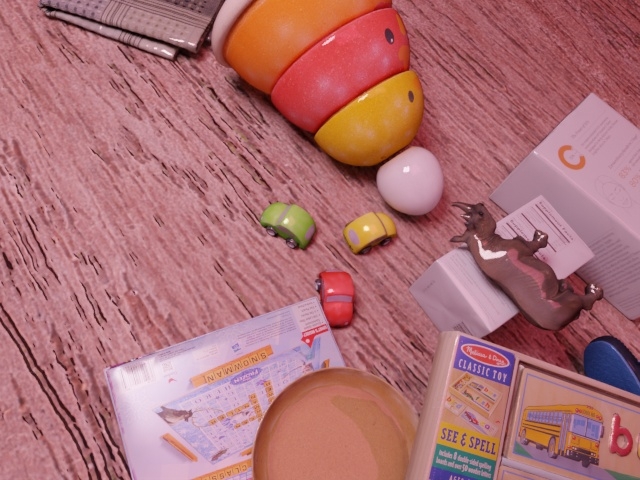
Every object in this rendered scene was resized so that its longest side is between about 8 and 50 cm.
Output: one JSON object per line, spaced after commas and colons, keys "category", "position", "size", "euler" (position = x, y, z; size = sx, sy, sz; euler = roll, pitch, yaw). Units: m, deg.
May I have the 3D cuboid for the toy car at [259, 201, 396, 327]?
{"category": "toy car", "position": [0.000, 0.000, 0.852], "size": [0.225, 0.053, 0.239], "euler": [30, 63, 4]}

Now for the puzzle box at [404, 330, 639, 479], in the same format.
{"category": "puzzle box", "position": [0.316, 0.309, 0.665], "size": [0.409, 0.052, 0.271], "euler": [20, 73, -11]}

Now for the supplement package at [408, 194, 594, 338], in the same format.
{"category": "supplement package", "position": [0.297, 0.054, 0.837], "size": [0.244, 0.139, 0.133], "euler": [-29, 73, -21]}

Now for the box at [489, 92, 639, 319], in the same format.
{"category": "box", "position": [0.534, -0.063, 0.925], "size": [0.345, 0.168, 0.215], "euler": [45, 65, 10]}

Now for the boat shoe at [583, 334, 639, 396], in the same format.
{"category": "boat shoe", "position": [0.519, 0.267, 0.816], "size": [0.089, 0.109, 0.258], "euler": [-25, 88, -28]}

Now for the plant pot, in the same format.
{"category": "plant pot", "position": [0.027, 0.287, 0.660], "size": [0.237, 0.032, 0.236], "euler": [5, 64, -10]}

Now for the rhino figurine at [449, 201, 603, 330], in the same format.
{"category": "rhino figurine", "position": [0.279, 0.028, 0.728], "size": [0.106, 0.073, 0.243], "euler": [-36, 75, -26]}

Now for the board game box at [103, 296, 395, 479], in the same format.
{"category": "board game box", "position": [-0.093, 0.275, 0.695], "size": [0.319, 0.066, 0.317], "euler": [-16, 69, -19]}

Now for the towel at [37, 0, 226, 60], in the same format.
{"category": "towel", "position": [-0.351, -0.521, 1.042], "size": [0.325, 0.056, 0.312], "euler": [16, 60, -1]}

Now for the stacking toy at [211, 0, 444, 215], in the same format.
{"category": "stacking toy", "position": [0.070, -0.257, 0.898], "size": [0.351, 0.351, 0.479], "euler": [-36, 94, -24]}
